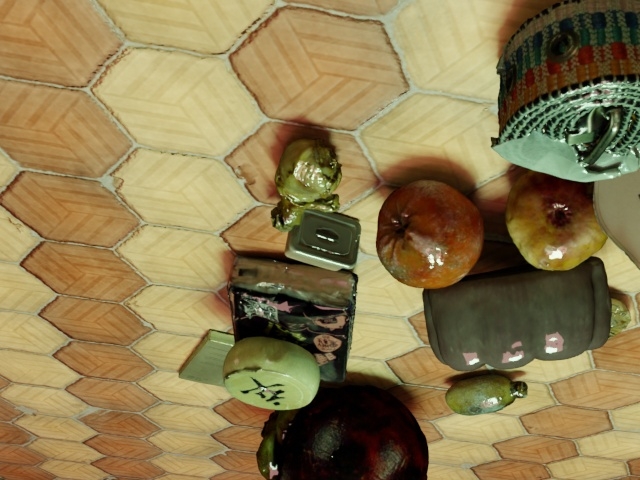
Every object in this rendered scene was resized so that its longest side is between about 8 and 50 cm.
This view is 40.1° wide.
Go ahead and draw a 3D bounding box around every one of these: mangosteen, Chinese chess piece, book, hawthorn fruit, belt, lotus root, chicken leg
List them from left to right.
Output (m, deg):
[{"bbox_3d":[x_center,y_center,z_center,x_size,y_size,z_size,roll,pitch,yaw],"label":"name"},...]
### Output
[{"bbox_3d":[-0.199,0.291,2.044,0.215,0.025,0.282,16,148,-19],"label":"book"},{"bbox_3d":[-0.095,0.260,1.691,0.188,0.083,0.188,7,144,5],"label":"Chinese chess piece"},{"bbox_3d":[-0.024,-0.077,1.345,0.103,0.088,0.227,-2,148,-14],"label":"chicken leg"},{"bbox_3d":[0.046,0.536,2.082,0.421,0.381,0.381,-12,145,26],"label":"mangosteen"},{"bbox_3d":[0.174,-0.008,1.357,0.173,0.173,0.173,4,149,2],"label":"hawthorn fruit"},{"bbox_3d":[0.379,0.350,1.995,0.192,0.088,0.113,-19,158,33],"label":"lotus root"},{"bbox_3d":[0.315,-0.174,1.056,0.207,0.150,0.257,3,160,-1],"label":"belt"}]

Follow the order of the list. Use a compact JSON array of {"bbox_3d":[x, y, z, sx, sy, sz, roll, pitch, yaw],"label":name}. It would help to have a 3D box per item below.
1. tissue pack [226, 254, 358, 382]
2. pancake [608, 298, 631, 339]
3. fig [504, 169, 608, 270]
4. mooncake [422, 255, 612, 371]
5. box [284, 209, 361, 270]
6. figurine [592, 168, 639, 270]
[{"bbox_3d":[-0.055,0.153,1.707,0.245,0.123,0.332,9,146,5],"label":"tissue pack"},{"bbox_3d":[0.458,0.159,1.701,0.282,0.049,0.282,4,150,3],"label":"pancake"},{"bbox_3d":[0.355,-0.023,1.355,0.159,0.159,0.257,3,170,3],"label":"fig"},{"bbox_3d":[0.325,0.119,1.457,0.306,0.154,0.306,-9,-178,0],"label":"mooncake"},{"bbox_3d":[0.000,0.000,1.472,0.122,0.089,0.062,17,157,-19],"label":"box"},{"bbox_3d":[0.477,-0.042,1.220,0.166,0.250,0.141,-15,163,24],"label":"figurine"}]
